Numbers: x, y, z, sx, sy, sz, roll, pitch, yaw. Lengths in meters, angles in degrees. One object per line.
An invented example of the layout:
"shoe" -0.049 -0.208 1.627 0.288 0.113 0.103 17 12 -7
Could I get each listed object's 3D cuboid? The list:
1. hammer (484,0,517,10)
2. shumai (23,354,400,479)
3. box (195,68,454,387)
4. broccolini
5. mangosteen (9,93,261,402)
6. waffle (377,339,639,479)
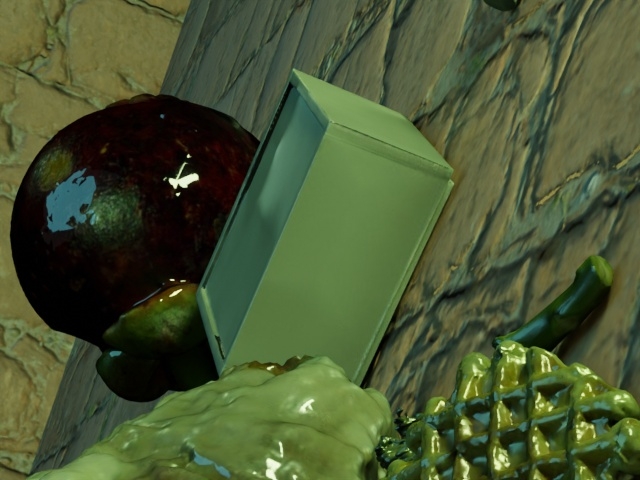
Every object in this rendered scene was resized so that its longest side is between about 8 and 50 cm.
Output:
"hammer" 0.201 -0.283 1.425 0.288 0.033 0.111 136 152 -60
"shumai" -0.074 0.170 1.271 0.309 0.304 0.263 -10 46 37
"box" 0.000 0.000 1.587 0.225 0.117 0.225 -118 51 -72
"broccolini" 0.116 0.083 1.177 0.216 0.058 0.067 -51 55 31
"mangosteen" -0.158 0.007 1.876 0.311 0.311 0.311 -158 90 -77
"waffle" 0.096 0.139 1.037 0.169 0.036 0.183 -58 31 -2
